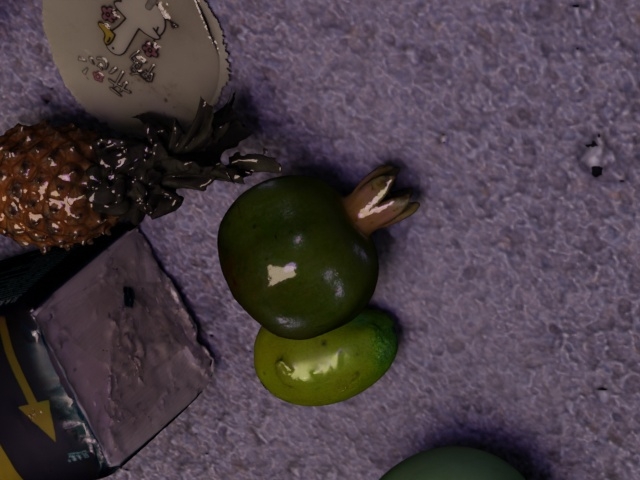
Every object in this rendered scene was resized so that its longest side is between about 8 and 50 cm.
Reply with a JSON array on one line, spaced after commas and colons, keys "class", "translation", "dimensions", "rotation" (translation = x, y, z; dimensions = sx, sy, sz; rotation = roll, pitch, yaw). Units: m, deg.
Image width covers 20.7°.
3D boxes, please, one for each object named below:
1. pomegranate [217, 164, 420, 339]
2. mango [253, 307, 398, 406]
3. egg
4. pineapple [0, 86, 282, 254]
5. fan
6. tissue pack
[{"class": "pomegranate", "translation": [0.001, 0.001, 1.888], "dimensions": [0.225, 0.187, 0.187], "rotation": [-35, 101, 13]}, {"class": "mango", "translation": [0.004, 0.129, 2.003], "dimensions": [0.178, 0.100, 0.119], "rotation": [-13, 111, 23]}, {"class": "egg", "translation": [0.141, 0.355, 2.000], "dimensions": [0.220, 0.220, 0.269], "rotation": [39, 135, -1]}, {"class": "pineapple", "translation": [-0.205, -0.078, 1.931], "dimensions": [0.364, 0.165, 0.165], "rotation": [-9, 115, 30]}, {"class": "fan", "translation": [-0.173, -0.270, 1.888], "dimensions": [0.233, 0.012, 0.414], "rotation": [35, 130, 1]}, {"class": "tissue pack", "translation": [-0.377, 0.162, 2.107], "dimensions": [0.416, 0.264, 0.253], "rotation": [-18, 106, 32]}]
